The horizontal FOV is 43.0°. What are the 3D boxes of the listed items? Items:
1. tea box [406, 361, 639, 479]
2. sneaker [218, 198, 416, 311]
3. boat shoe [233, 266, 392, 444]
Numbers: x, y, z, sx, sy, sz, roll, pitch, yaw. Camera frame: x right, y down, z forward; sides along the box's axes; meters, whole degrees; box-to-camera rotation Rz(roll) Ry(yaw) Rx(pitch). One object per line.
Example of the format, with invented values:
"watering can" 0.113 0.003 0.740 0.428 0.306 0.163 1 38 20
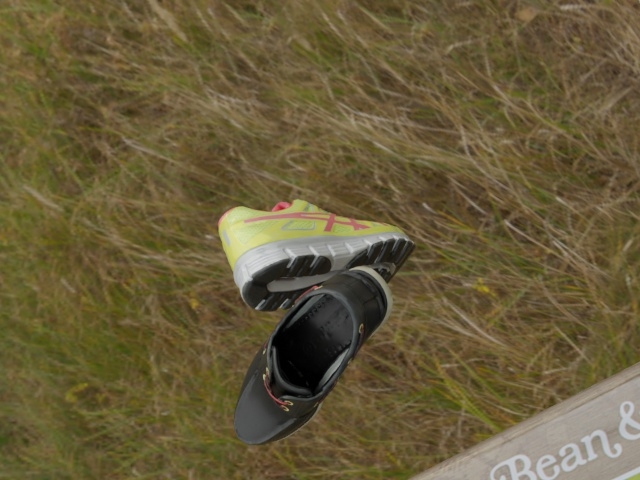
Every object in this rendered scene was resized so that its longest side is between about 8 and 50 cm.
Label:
"tea box" 0.202 0.232 0.410 0.329 0.220 0.323 -30 69 13
"sneaker" 0.000 0.000 0.699 0.094 0.208 0.081 51 120 31
"boat shoe" -0.014 0.067 0.434 0.049 0.042 0.133 46 122 14
